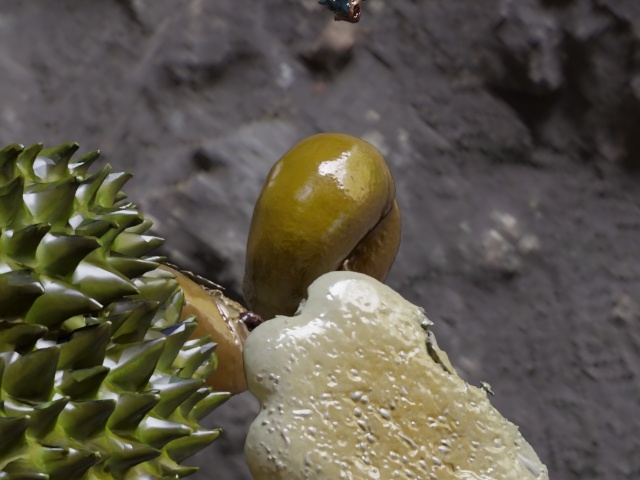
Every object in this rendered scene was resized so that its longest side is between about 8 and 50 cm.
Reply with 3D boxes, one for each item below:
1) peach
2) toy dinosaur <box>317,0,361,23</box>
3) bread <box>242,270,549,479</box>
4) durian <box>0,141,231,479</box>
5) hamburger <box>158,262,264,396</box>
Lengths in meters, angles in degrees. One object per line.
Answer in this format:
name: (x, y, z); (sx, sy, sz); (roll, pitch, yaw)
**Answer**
peach: (0.000, 0.000, 2.163); (0.153, 0.251, 0.251); (12, 68, 18)
toy dinosaur: (0.006, -0.235, 1.608); (0.049, 0.055, 0.154); (-41, 45, 18)
bread: (0.046, 0.147, 1.326); (0.182, 0.251, 0.039); (-37, -7, -31)
durian: (-0.163, 0.058, 0.721); (0.169, 0.356, 0.157); (-23, 82, 40)
hamburger: (-0.196, 0.092, 1.667); (0.282, 0.245, 0.155); (-31, 10, 3)
